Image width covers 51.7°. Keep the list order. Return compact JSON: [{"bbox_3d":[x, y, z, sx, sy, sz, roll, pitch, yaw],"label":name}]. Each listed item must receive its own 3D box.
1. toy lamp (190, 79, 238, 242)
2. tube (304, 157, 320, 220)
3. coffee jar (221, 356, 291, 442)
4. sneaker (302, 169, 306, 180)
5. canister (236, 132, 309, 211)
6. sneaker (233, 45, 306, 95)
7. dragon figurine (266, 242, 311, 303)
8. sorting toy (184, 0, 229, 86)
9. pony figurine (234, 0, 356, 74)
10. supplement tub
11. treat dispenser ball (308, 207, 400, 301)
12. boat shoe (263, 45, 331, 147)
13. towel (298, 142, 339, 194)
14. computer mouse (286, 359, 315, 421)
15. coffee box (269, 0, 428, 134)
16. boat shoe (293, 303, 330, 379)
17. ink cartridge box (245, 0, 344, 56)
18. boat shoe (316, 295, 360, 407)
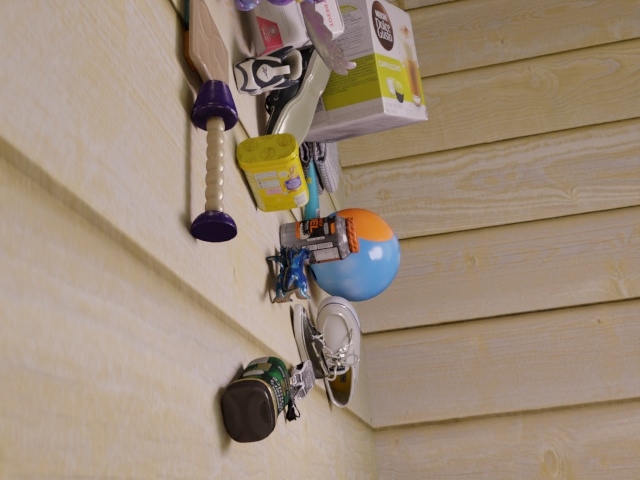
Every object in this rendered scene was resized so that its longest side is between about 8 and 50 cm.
[{"bbox_3d":[-0.169,-0.134,1.048,0.080,0.080,0.275,67,17,-60],"label":"toy lamp"},{"bbox_3d":[-0.027,-0.148,2.059,0.080,0.052,0.207,-106,-166,-75],"label":"tube"},{"bbox_3d":[-0.101,0.256,1.072,0.184,0.079,0.096,-33,114,-81],"label":"coffee jar"},{"bbox_3d":[-0.065,-0.214,2.046,0.083,0.035,0.031,75,8,-48],"label":"sneaker"},{"bbox_3d":[-0.097,-0.139,1.403,0.170,0.126,0.073,74,10,-54],"label":"canister"},{"bbox_3d":[-0.103,-0.395,1.538,0.235,0.153,0.094,-60,142,-78],"label":"sneaker"},{"bbox_3d":[-0.071,0.066,1.492,0.289,0.085,0.144,29,53,-81],"label":"dragon figurine"},{"bbox_3d":[-0.204,-0.334,1.187,0.193,0.038,0.208,67,12,-62],"label":"sorting toy"},{"bbox_3d":[-0.040,-0.583,1.474,0.351,0.363,0.303,62,-40,26],"label":"pony figurine"},{"bbox_3d":[0.000,0.000,1.695,0.117,0.190,0.117,-9,90,-83],"label":"supplement tub"},{"bbox_3d":[0.102,0.044,2.032,0.288,0.288,0.288,-9,90,-82],"label":"treat dispenser ball"},{"bbox_3d":[-0.084,-0.356,1.690,0.127,0.113,0.340,43,65,-59],"label":"boat shoe"},{"bbox_3d":[-0.019,-0.323,2.232,0.235,0.121,0.284,61,23,-65],"label":"towel"},{"bbox_3d":[-0.053,0.326,1.495,0.193,0.042,0.106,-26,102,-76],"label":"computer mouse"},{"bbox_3d":[0.073,-0.482,1.909,0.337,0.338,0.335,-12,93,-61],"label":"coffee box"},{"bbox_3d":[-0.021,0.257,1.692,0.078,0.070,0.219,-82,161,-66],"label":"boat shoe"},{"bbox_3d":[-0.069,-0.566,1.654,0.092,0.217,0.159,178,-105,-71],"label":"ink cartridge box"},{"bbox_3d":[0.049,0.349,1.949,0.156,0.135,0.367,-80,169,-59],"label":"boat shoe"}]
